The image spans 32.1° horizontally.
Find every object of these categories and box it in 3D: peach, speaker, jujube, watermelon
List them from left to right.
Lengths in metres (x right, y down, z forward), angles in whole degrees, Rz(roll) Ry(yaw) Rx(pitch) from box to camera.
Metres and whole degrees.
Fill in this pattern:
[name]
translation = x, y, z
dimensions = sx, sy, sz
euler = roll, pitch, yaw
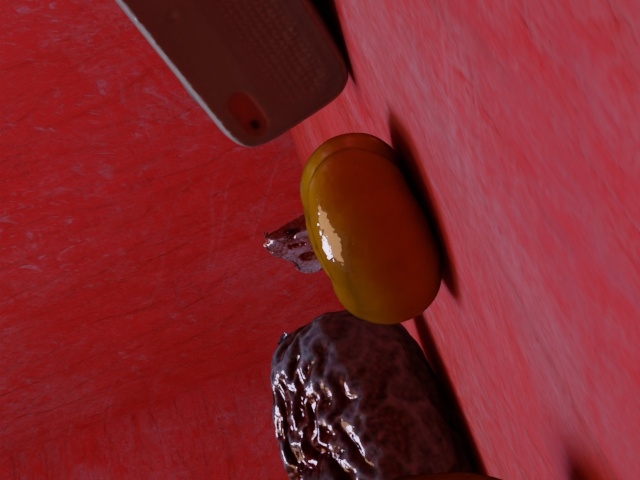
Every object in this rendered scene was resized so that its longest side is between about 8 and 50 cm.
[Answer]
[speaker]
translation = -0.133, -0.285, 1.098
dimensions = 0.406, 0.183, 0.184
euler = 52, -174, -42
[watermelon]
translation = 0.020, 0.001, 1.536
dimensions = 0.121, 0.158, 0.097
euler = 20, 136, 51
[peach]
translation = 0.041, -0.013, 0.984
dimensions = 0.179, 0.103, 0.179
euler = 157, 90, -89
[jujube]
translation = 0.057, 0.237, 1.353
dimensions = 0.226, 0.226, 0.317
euler = 74, 173, -65

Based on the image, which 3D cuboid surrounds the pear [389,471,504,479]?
[pear]
translation = 0.094, 0.242, 0.694
dimensions = 0.200, 0.200, 0.200
euler = 160, 90, -88
